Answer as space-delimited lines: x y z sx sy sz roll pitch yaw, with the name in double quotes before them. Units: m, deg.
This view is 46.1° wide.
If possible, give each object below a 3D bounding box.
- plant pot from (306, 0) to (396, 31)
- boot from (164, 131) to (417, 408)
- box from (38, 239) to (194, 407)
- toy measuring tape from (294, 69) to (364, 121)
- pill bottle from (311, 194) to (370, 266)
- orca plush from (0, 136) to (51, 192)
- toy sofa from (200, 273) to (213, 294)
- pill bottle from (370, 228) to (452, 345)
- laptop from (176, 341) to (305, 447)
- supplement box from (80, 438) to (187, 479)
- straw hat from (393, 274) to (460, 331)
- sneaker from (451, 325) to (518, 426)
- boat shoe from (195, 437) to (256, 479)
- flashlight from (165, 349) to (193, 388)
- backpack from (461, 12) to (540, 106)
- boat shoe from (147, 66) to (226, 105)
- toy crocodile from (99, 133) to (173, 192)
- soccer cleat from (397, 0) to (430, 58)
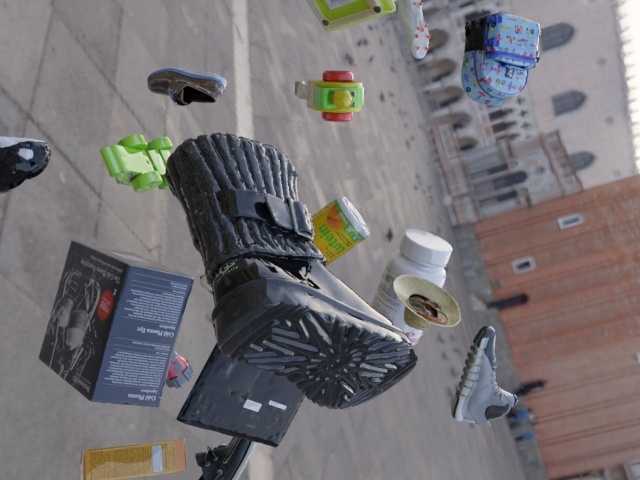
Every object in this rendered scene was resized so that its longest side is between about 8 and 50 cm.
"plant pot" 0.070 -0.621 1.726 0.227 0.228 0.207 53 46 -36
"boot" -0.026 0.037 0.891 0.348 0.131 0.260 40 20 -49
"box" -0.493 0.190 1.788 0.178 0.343 0.313 15 89 -40
"toy measuring tape" 0.025 -0.334 1.712 0.330 0.121 0.121 -132 -160 -70
"pill bottle" 0.000 0.000 2.037 0.136 0.245 0.136 51 11 -14
"orca plush" -0.632 -0.118 1.342 0.102 0.287 0.151 -111 -150 -43
"toy sofa" -0.119 0.170 1.839 0.362 0.177 0.150 41 -17 16
"pill bottle" 0.237 0.124 1.997 0.160 0.160 0.283 -73 -177 -70
"laptop" -0.113 0.154 1.161 0.234 0.136 0.264 33 83 -48
"supplement box" -0.433 0.509 1.739 0.078 0.233 0.080 145 -60 -62
"straw hat" 0.182 0.130 1.370 0.144 0.144 0.061 -86 -162 -61
"sneaker" 0.384 0.309 1.677 0.086 0.132 0.229 -51 158 -78
"boat shoe" -0.256 0.548 1.777 0.113 0.340 0.127 30 2 -4
"flashlight" -0.520 0.340 2.432 0.103 0.103 0.304 -90 156 -61
"backpack" 0.381 -0.379 1.598 0.117 0.158 0.173 5 -94 63
"boat shoe" -0.299 -0.331 1.631 0.066 0.183 0.066 69 29 -53
"toy crocodile" -0.392 -0.163 1.683 0.115 0.105 0.340 65 15 2
"soccer cleat" 0.259 -0.606 2.119 0.068 0.076 0.196 -9 90 -38
